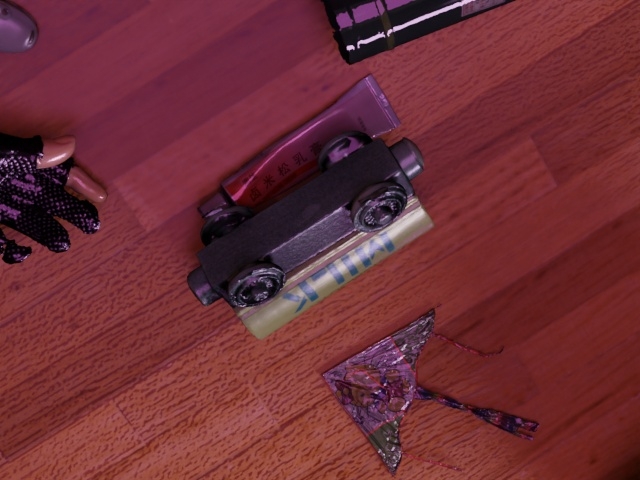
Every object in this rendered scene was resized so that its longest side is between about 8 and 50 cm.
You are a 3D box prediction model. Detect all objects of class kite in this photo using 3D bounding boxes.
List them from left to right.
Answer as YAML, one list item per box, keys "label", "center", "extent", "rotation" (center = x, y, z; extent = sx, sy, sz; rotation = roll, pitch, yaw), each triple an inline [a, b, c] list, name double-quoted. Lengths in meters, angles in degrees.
- label: "kite"
  center: [0.118, 0.163, 1.454]
  extent: [0.244, 0.006, 0.198]
  rotation: [14, 102, -12]

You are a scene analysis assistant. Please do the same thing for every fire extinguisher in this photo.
- label: "fire extinguisher"
  center: [0.146, -0.258, 1.302]
  extent: [0.294, 0.093, 0.118]
  rotation: [-22, 133, -3]

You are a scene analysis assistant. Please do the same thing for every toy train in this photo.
- label: "toy train"
  center: [-0.370, -0.222, 1.253]
  extent: [0.234, 0.051, 0.052]
  rotation: [21, 105, -13]
- label: "toy train"
  center: [0.000, 0.000, 1.340]
  extent: [0.253, 0.105, 0.157]
  rotation: [-34, 146, 3]

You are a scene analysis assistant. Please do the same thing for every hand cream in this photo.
- label: "hand cream"
  center: [-0.024, -0.079, 1.357]
  extent: [0.216, 0.038, 0.052]
  rotation: [-33, 135, -2]

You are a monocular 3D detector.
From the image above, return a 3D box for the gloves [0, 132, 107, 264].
- label: "gloves"
  center: [-0.290, -0.051, 1.301]
  extent: [0.181, 0.106, 0.129]
  rotation: [2, 108, -39]
